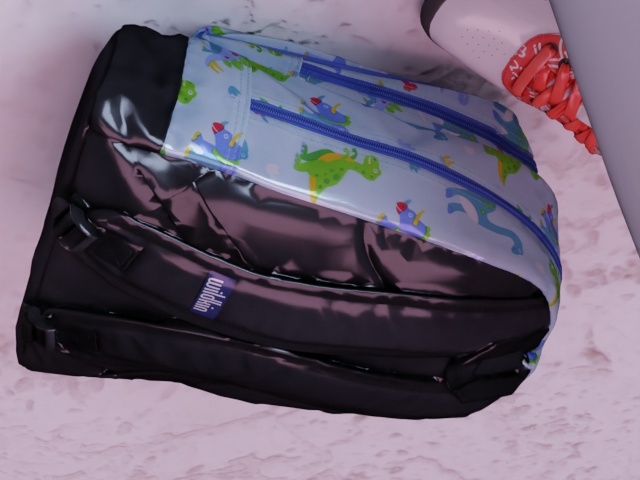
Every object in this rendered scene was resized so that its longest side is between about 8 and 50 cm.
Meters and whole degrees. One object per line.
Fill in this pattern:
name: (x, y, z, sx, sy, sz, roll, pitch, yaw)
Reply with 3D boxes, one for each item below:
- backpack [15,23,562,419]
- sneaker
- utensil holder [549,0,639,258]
backpack: (0.000, 0.000, 1.076, 0.355, 0.273, 0.290, 21, 134, -2)
sneaker: (0.200, -0.096, 1.050, 0.270, 0.145, 0.090, 15, 136, -26)
utensil holder: (0.282, -0.143, 0.817, 0.327, 0.385, 0.327, -5, 142, -4)
